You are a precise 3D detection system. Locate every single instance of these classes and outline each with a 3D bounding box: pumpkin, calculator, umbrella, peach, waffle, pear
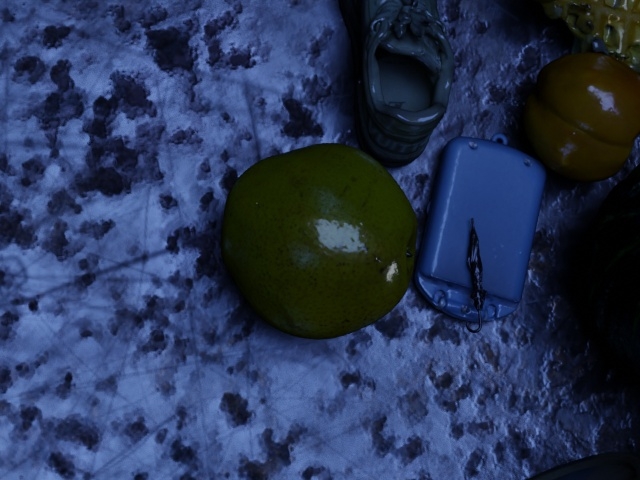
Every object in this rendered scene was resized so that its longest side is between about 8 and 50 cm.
[{"bbox_3d":[0.420,0.024,1.721,0.315,0.238,0.315,-10,55,14],"label":"pumpkin"},{"bbox_3d":[0.172,-0.017,1.788,0.121,0.039,0.210,16,75,-13],"label":"calculator"},{"bbox_3d":[0.164,0.036,1.748,0.022,0.013,0.122,1,79,6],"label":"umbrella"},{"bbox_3d":[0.282,-0.134,1.794,0.138,0.138,0.138,3,79,-15],"label":"peach"},{"bbox_3d":[0.356,-0.313,1.841,0.280,0.060,0.262,-39,113,-14],"label":"waffle"},{"bbox_3d":[0.000,0.001,1.668,0.198,0.198,0.198,3,79,-15],"label":"pear"}]

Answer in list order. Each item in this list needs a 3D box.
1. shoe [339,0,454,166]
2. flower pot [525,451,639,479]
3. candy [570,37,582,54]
[{"bbox_3d":[0.089,-0.232,1.749,0.109,0.149,0.292,-1,81,-14],"label":"shoe"},{"bbox_3d":[0.265,0.349,1.673,0.212,0.212,0.202,-26,98,-18],"label":"flower pot"},{"bbox_3d":[0.316,-0.358,1.881,0.093,0.092,0.335,19,81,-49],"label":"candy"}]
